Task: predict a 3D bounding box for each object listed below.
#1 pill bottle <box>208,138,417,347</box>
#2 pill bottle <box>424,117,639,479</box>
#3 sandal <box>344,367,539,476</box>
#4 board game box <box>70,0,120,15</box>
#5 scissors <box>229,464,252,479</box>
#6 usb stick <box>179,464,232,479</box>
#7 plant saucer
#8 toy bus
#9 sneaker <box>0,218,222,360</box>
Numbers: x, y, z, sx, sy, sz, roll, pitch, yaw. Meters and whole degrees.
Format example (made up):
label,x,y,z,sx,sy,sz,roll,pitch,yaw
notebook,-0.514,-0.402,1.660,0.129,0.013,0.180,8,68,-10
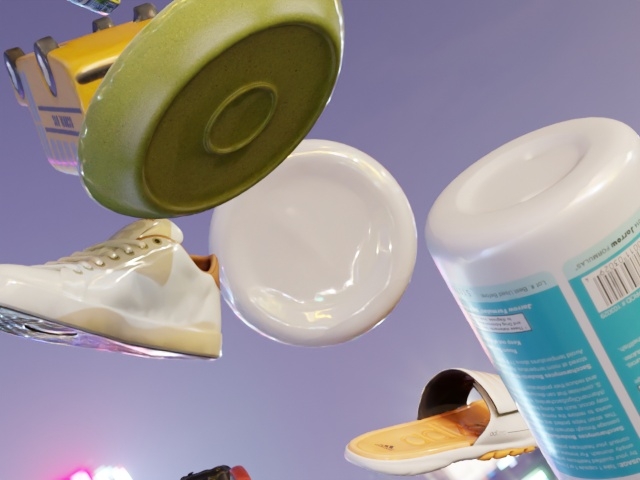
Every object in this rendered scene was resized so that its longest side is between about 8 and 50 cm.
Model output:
label,x,y,z,sx,sy,sz,roll,pitch,yaw
pill bottle,0.000,0.000,1.626,0.210,0.210,0.363,-38,-1,3
pill bottle,0.184,0.065,0.936,0.146,0.264,0.146,-26,20,10
sandal,0.132,0.165,1.414,0.265,0.102,0.076,-7,-72,-48
board game box,-0.346,-0.368,1.773,0.194,0.194,0.060,19,-47,-37
scissors,-0.050,0.323,1.508,0.021,0.109,0.297,-14,17,-11
usb stick,-0.096,0.397,1.709,0.077,0.278,0.045,-21,-10,11
plant saucer,-0.068,-0.099,1.086,0.241,0.037,0.241,-34,-27,-20
toy bus,-0.193,-0.129,1.314,0.108,0.130,0.333,-22,11,-17
sneaker,-0.190,0.031,1.275,0.106,0.123,0.290,0,-9,32
